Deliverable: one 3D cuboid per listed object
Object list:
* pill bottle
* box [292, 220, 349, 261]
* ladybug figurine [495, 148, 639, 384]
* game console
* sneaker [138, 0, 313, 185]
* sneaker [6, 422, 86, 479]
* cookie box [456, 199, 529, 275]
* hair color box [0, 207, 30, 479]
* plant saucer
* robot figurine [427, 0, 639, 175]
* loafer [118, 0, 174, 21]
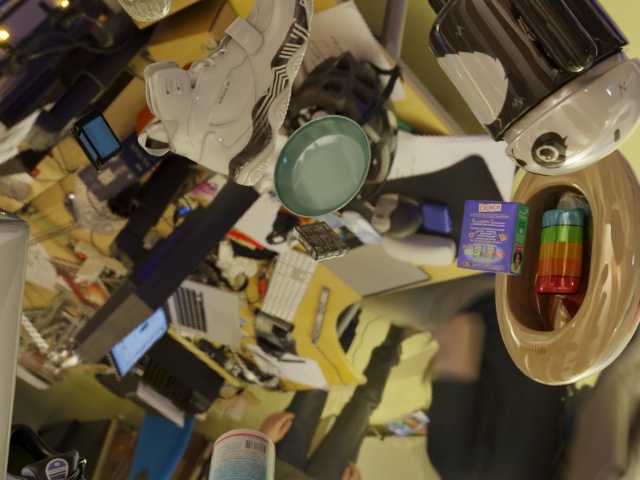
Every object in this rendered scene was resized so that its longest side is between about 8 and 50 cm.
[{"bbox_3d":[-0.105,0.333,0.873,0.087,0.160,0.087,0,125,0],"label":"pill bottle"},{"bbox_3d":[0.000,0.000,1.168,0.083,0.067,0.018,47,135,39],"label":"box"},{"bbox_3d":[0.453,0.030,1.176,0.161,0.450,0.305,13,174,-26],"label":"ladybug figurine"},{"bbox_3d":[-0.536,-0.241,1.619,0.122,0.071,0.107,62,179,-26],"label":"game console"},{"bbox_3d":[-0.149,-0.276,1.032,0.210,0.366,0.137,11,-165,-24],"label":"sneaker"},{"bbox_3d":[-0.399,0.396,0.978,0.330,0.129,0.147,37,112,27],"label":"sneaker"},{"bbox_3d":[0.265,-0.005,1.032,0.091,0.107,0.040,6,176,41],"label":"cookie box"},{"bbox_3d":[-0.305,0.159,0.408,0.113,0.185,0.375,18,103,36],"label":"hair color box"},{"bbox_3d":[0.004,-0.078,0.729,0.119,0.120,0.021,5,164,32],"label":"plant saucer"},{"bbox_3d":[0.227,-0.203,0.737,0.173,0.209,0.278,-40,79,42],"label":"robot figurine"},{"bbox_3d":[-0.257,-0.451,0.866,0.111,0.111,0.320,-10,117,1],"label":"loafer"}]
